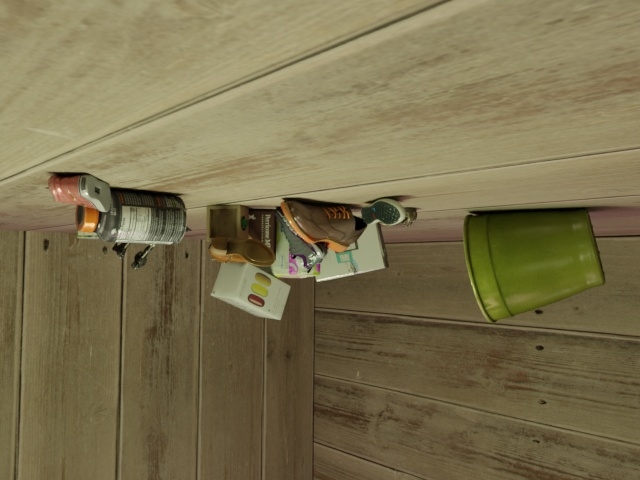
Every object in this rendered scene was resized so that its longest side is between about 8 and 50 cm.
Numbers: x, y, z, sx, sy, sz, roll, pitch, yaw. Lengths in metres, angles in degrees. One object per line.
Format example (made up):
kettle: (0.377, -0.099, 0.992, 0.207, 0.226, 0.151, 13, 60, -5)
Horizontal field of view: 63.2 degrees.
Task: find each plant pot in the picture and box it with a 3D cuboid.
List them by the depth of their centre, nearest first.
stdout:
plant pot: (0.682, 0.054, 1.643, 0.353, 0.366, 0.366, -14, 170, 29)

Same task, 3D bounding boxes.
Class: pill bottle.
pill bottle: (-0.471, -0.058, 1.296, 0.246, 0.130, 0.130, 4, 176, -39)

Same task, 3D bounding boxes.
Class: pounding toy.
pounding toy: (-0.268, -0.040, 1.613, 0.141, 0.130, 0.100, 0, 177, 13)

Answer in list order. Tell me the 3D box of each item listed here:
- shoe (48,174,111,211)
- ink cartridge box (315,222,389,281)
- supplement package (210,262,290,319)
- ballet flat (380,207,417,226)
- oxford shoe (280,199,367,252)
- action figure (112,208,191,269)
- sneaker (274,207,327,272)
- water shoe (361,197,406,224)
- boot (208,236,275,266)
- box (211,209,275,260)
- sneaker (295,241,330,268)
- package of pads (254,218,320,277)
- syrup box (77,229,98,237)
shoe: (-0.513, -0.103, 1.117, 0.081, 0.063, 0.178, 2, 172, -5)
ink cartridge box: (0.115, 0.040, 2.040, 0.270, 0.197, 0.198, -12, 175, 11)
supplement package: (-0.246, 0.179, 1.861, 0.134, 0.139, 0.244, 2, 158, 39)
ballet flat: (0.247, -0.067, 1.705, 0.084, 0.058, 0.250, 2, 177, -17)
oxford shoe: (0.015, -0.068, 1.520, 0.133, 0.130, 0.364, -36, 155, 20)
action figure: (-0.485, -0.045, 1.510, 0.276, 0.141, 0.164, -41, 126, 23)
sneaker: (-0.084, -0.004, 1.593, 0.223, 0.098, 0.083, 45, -167, 22)
water shoe: (0.185, -0.087, 1.415, 0.080, 0.072, 0.203, -22, -170, -22)
boot: (-0.239, 0.042, 1.570, 0.197, 0.072, 0.152, 18, 161, -8)
box: (-0.251, -0.015, 1.742, 0.203, 0.168, 0.167, 0, 178, -2)
sneaker: (0.000, 0.000, 1.710, 0.091, 0.094, 0.258, -7, -142, 24)
package of pads: (-0.126, 0.023, 1.892, 0.297, 0.229, 0.101, -1, 177, 45)
syrup box: (-0.725, -0.052, 1.834, 0.237, 0.093, 0.096, 0, 177, 8)
